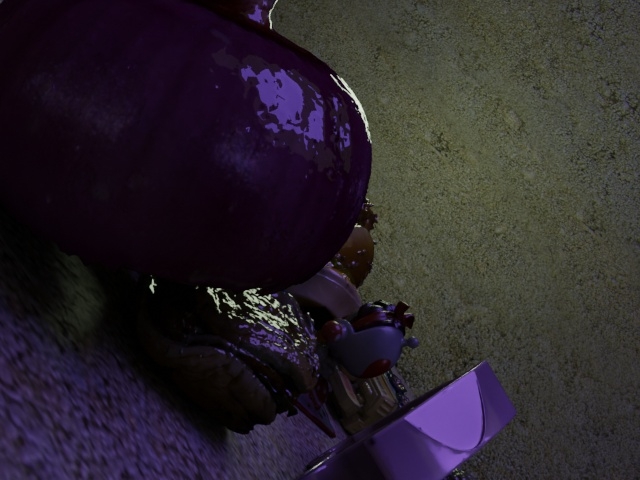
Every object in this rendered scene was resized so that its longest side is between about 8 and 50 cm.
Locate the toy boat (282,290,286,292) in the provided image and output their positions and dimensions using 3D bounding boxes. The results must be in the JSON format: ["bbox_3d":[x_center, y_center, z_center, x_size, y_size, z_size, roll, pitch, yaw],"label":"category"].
[{"bbox_3d":[-0.089,0.045,1.122,0.100,0.097,0.223,16,-46,61],"label":"toy boat"}]

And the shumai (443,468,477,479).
[{"bbox_3d":[0.231,0.513,1.195,0.153,0.161,0.209,86,-12,-48],"label":"shumai"}]

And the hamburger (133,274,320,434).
[{"bbox_3d":[-0.103,0.105,0.689,0.206,0.130,0.183,33,12,-24],"label":"hamburger"}]

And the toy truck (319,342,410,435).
[{"bbox_3d":[0.065,0.261,1.314,0.157,0.124,0.272,41,15,-33],"label":"toy truck"}]

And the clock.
[{"bbox_3d":[0.054,0.266,0.778,0.290,0.275,0.080,-16,70,-47],"label":"clock"}]

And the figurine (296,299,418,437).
[{"bbox_3d":[0.052,0.171,1.094,0.183,0.226,0.160,52,6,-42],"label":"figurine"}]

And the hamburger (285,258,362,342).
[{"bbox_3d":[-0.013,0.109,1.261,0.210,0.173,0.116,51,31,-48],"label":"hamburger"}]

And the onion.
[{"bbox_3d":[-0.121,-0.118,0.590,0.358,0.358,0.345,-120,-151,-50],"label":"onion"}]

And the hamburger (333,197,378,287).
[{"bbox_3d":[0.000,0.000,1.509,0.268,0.287,0.445,59,7,19],"label":"hamburger"}]
